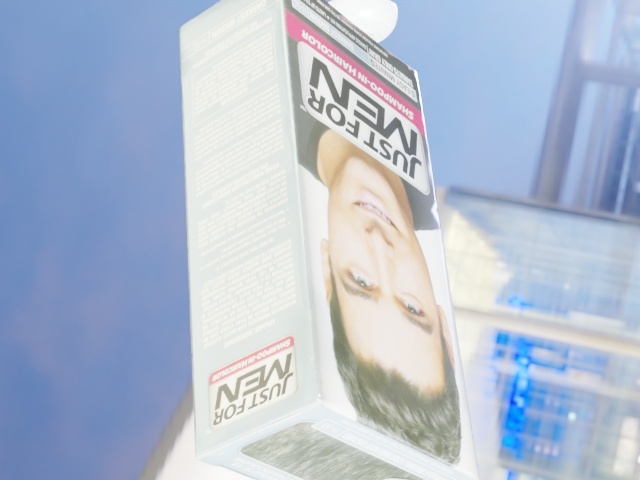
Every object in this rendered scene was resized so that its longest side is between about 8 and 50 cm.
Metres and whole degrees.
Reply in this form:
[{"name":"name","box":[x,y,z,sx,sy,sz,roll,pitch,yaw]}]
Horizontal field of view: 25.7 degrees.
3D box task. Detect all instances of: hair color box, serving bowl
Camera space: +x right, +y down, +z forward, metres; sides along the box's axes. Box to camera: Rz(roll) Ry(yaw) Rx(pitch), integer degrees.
[{"name":"hair color box","box":[0.000,0.000,1.042,0.185,0.114,0.374,31,-137,-43]},{"name":"serving bowl","box":[0.034,-0.205,1.350,0.083,0.083,0.027,41,-141,-68]}]
